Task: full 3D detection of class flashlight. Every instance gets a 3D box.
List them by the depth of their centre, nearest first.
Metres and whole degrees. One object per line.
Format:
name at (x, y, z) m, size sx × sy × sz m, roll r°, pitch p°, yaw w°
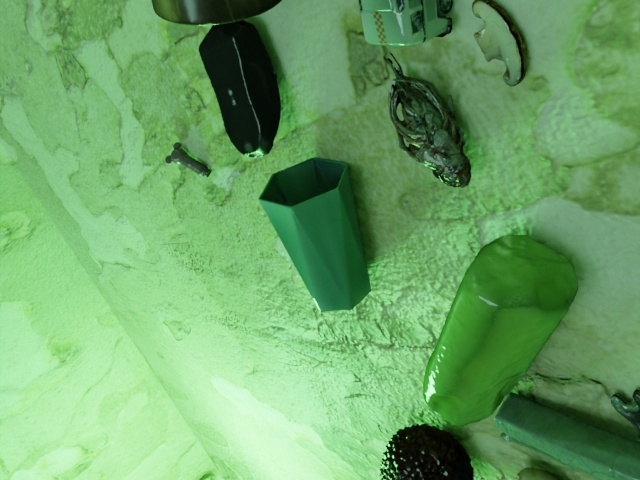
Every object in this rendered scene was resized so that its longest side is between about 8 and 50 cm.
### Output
flashlight at (-0.273, -0.163, 1.291) m, size 0.110 × 0.052 × 0.031 m, roll 31°, pitch 179°, yaw 20°

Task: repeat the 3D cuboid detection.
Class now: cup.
cup at (0.000, 0.000, 1.014) m, size 0.148 × 0.134 × 0.235 m, roll 22°, pitch 139°, yaw 43°

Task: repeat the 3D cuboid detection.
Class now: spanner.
spanner at (0.477, 0.322, 0.839) m, size 0.302 × 0.017 × 0.071 m, roll 58°, pitch 152°, yaw -11°

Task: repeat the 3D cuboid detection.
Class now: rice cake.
rice cake at (0.390, 0.297, 0.853) m, size 0.336 × 0.066 × 0.063 m, roll 11°, pitch 142°, yaw 54°

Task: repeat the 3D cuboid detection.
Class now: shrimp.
shrimp at (0.129, -0.148, 0.763) m, size 0.073 × 0.075 × 0.190 m, roll -126°, pitch 11°, yaw -88°

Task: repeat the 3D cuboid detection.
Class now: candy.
candy at (0.232, 0.140, 0.854) m, size 0.132 × 0.142 × 0.343 m, roll 25°, pitch 142°, yaw 16°

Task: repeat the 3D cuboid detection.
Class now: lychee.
lychee at (0.197, 0.442, 1.174) m, size 0.188 × 0.188 × 0.188 m, roll 32°, pitch 144°, yaw 28°

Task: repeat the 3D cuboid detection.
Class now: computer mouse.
computer mouse at (-0.115, -0.240, 0.971) m, size 0.122 × 0.073 × 0.217 m, roll 6°, pitch 120°, yaw 46°

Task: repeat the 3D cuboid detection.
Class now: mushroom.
mushroom at (0.192, -0.214, 0.659) m, size 0.049 × 0.019 × 0.101 m, roll -13°, pitch 109°, yaw 55°

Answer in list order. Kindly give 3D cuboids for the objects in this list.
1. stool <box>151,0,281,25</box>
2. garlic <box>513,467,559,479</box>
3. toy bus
stool at (-0.141, -0.414, 0.729) m, size 0.179 × 0.179 × 0.264 m, roll 29°, pitch 142°, yaw 32°
garlic at (0.377, 0.460, 1.037) m, size 0.124 × 0.099 × 0.174 m, roll -11°, pitch 113°, yaw 39°
toy bus at (0.078, -0.301, 0.650) m, size 0.087 × 0.089 × 0.194 m, roll 20°, pitch 135°, yaw 40°
